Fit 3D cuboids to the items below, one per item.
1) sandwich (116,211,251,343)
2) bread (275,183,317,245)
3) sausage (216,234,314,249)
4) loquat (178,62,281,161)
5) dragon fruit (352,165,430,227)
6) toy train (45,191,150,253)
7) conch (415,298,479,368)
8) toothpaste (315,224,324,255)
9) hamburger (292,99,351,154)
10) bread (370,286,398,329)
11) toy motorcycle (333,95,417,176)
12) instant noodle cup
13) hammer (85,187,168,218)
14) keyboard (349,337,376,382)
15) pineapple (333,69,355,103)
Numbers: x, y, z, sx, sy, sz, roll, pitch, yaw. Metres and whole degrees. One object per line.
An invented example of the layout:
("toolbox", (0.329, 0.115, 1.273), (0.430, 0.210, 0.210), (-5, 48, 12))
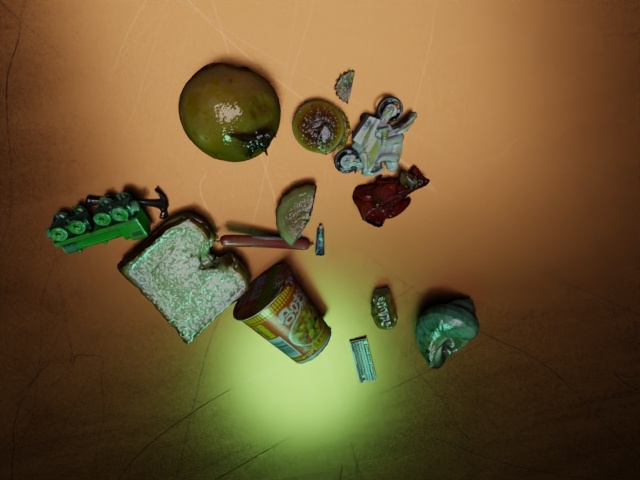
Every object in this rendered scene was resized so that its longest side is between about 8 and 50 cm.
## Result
("sandwich", (-0.335, 0.083, 1.898), (0.249, 0.095, 0.273), (-38, 105, 8))
("bread", (-0.066, -0.066, 1.867), (0.094, 0.083, 0.157), (8, 96, -4))
("sausage", (-0.136, 0.005, 1.887), (0.253, 0.034, 0.034), (3, 108, -19))
("loquat", (-0.202, -0.286, 1.717), (0.244, 0.244, 0.244), (-1, 108, -2))
("dragon fruit", (0.185, -0.103, 1.861), (0.192, 0.092, 0.122), (-26, 107, 6))
("toy train", (-0.547, -0.035, 1.852), (0.251, 0.085, 0.119), (-17, 131, 11))
("conch", (0.332, 0.233, 1.961), (0.188, 0.122, 0.176), (-33, 127, 10))
("toothpaste", (0.000, 0.000, 1.925), (0.027, 0.019, 0.083), (-7, 110, -25))
("hamburger", (0.002, -0.271, 1.806), (0.141, 0.081, 0.126), (35, 103, -11))
("bread", (0.165, 0.184, 1.971), (0.066, 0.060, 0.110), (-25, 111, -26))
("toy motorcycle", (0.144, -0.234, 1.830), (0.151, 0.074, 0.228), (38, 101, -15))
("instant noodle cup", (-0.082, 0.197, 1.912), (0.193, 0.193, 0.212), (-38, 112, 9))
("hammer", (-0.481, -0.098, 1.872), (0.201, 0.021, 0.078), (4, 113, -3))
("keyboard", (0.115, 0.325, 2.034), (0.049, 0.015, 0.129), (-13, 108, 2))
("pineapple", (0.056, -0.372, 1.810), (0.045, 0.019, 0.083), (12, 109, -9))
